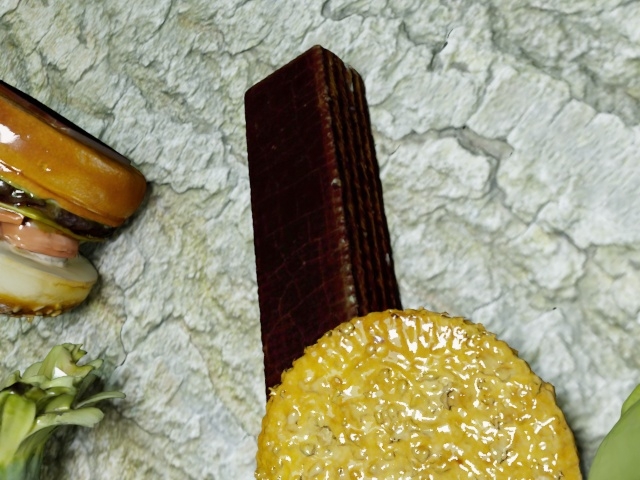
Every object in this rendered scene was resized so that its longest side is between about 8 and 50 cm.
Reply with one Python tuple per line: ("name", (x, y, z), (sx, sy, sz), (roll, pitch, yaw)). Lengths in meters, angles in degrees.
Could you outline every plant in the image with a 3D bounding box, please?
("plant", (-0.357, 0.228, 0.945), (0.306, 0.261, 0.296), (-16, 58, 49))

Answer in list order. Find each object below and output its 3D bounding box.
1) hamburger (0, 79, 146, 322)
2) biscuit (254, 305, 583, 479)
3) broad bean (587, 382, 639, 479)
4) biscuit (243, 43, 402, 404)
("hamburger", (-0.349, -0.047, 1.073), (0.291, 0.291, 0.225), (35, 95, 46))
("biscuit", (0.061, 0.172, 0.704), (0.254, 0.035, 0.253), (-2, 86, 27))
("broad bean", (0.224, 0.150, 0.596), (0.124, 0.082, 0.174), (22, 83, 43))
("biscuit", (0.000, 0.000, 0.881), (0.107, 0.073, 0.388), (-28, 53, 30))
